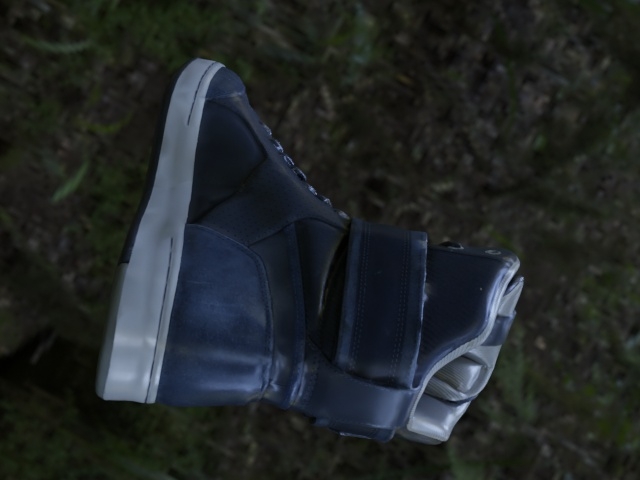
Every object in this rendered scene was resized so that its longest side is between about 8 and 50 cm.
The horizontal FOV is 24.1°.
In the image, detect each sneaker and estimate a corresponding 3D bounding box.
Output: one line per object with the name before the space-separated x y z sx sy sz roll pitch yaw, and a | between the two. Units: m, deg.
sneaker | 0.000 0.002 0.645 0.226 0.163 0.086 -88 -173 -56
